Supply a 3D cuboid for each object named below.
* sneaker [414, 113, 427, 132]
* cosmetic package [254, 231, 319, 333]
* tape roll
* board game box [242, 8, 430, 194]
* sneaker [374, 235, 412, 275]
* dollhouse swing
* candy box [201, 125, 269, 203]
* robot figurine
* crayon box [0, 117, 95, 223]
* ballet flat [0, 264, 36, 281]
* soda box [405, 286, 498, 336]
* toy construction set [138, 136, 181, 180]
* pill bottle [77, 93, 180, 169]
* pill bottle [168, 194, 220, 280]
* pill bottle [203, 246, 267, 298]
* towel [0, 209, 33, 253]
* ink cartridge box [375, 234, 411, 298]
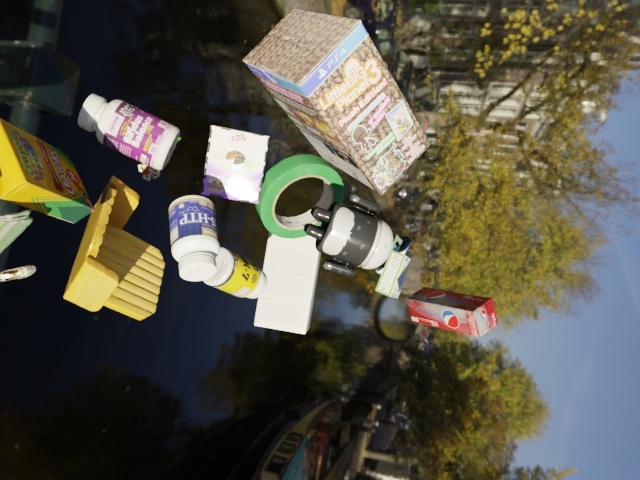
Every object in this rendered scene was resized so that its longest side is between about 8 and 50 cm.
[{"bbox_3d":[0.202,-0.320,1.373,0.135,0.276,0.097,151,-75,-70],"label":"sneaker"},{"bbox_3d":[-0.131,0.156,2.084,0.161,0.230,0.453,23,77,-85],"label":"cosmetic package"},{"bbox_3d":[-0.073,-0.153,1.725,0.321,0.321,0.077,83,-18,-44],"label":"tape roll"},{"bbox_3d":[0.033,-0.260,0.904,0.141,0.232,0.291,-46,132,-2],"label":"board game box"},{"bbox_3d":[0.312,0.067,2.039,0.211,0.080,0.081,-44,129,-9],"label":"sneaker"},{"bbox_3d":[-0.622,0.048,1.581,0.315,0.305,0.346,-40,-142,38],"label":"dollhouse swing"},{"bbox_3d":[-0.242,-0.217,1.370,0.070,0.165,0.196,-116,-143,-77],"label":"candy box"},{"bbox_3d":[0.090,-0.017,1.502,0.173,0.278,0.209,-79,-166,-47],"label":"robot figurine"},{"bbox_3d":[-0.732,-0.175,1.213,0.202,0.081,0.318,60,2,12],"label":"crayon box"},{"bbox_3d":[-0.980,0.107,1.542,0.114,0.041,0.041,-15,119,-30],"label":"ballet flat"},{"bbox_3d":[0.384,0.208,1.423,0.092,0.263,0.083,-25,106,-31],"label":"soda box"},{"bbox_3d":[-0.767,-0.434,2.236,0.215,0.151,0.327,-46,-155,33],"label":"toy construction set"},{"bbox_3d":[-0.657,-0.379,1.649,0.169,0.302,0.169,-58,-164,27],"label":"pill bottle"},{"bbox_3d":[-0.298,-0.004,1.136,0.112,0.112,0.186,71,3,-60],"label":"pill bottle"},{"bbox_3d":[-0.261,0.107,1.474,0.208,0.119,0.119,36,60,-56],"label":"pill bottle"},{"bbox_3d":[-0.810,0.017,1.012,0.038,0.248,0.325,52,14,5],"label":"towel"},{"bbox_3d":[0.270,0.096,1.692,0.109,0.062,0.209,27,84,-66],"label":"ink cartridge box"}]
